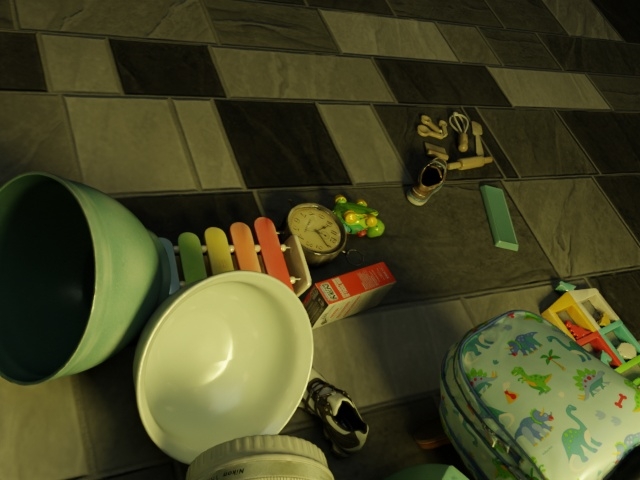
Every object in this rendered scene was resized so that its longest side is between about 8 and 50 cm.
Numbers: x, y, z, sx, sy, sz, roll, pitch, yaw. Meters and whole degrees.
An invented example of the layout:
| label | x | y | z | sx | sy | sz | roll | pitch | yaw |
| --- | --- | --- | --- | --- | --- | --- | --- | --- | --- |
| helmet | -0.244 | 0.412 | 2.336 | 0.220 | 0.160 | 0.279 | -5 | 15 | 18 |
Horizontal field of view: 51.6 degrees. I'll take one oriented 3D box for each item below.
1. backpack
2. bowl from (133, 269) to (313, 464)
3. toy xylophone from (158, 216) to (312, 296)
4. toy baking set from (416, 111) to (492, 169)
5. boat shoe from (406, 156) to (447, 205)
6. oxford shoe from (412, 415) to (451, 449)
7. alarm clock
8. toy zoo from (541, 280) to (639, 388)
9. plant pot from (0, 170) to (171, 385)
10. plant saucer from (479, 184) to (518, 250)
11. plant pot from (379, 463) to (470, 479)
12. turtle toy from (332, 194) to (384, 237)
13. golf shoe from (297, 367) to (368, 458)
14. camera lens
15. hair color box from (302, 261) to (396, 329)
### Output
| label | x | y | z | sx | sy | sz | roll | pitch | yaw |
| --- | --- | --- | --- | --- | --- | --- | --- | --- | --- |
| backpack | 0.340 | 0.277 | 1.004 | 0.290 | 0.273 | 0.355 | -28 | 32 | -16 |
| bowl | -0.165 | 0.178 | 1.012 | 0.298 | 0.297 | 0.134 | -16 | 19 | -35 |
| toy xylophone | -0.166 | 0.079 | 1.166 | 0.323 | 0.081 | 0.236 | -8 | 59 | -31 |
| toy baking set | 0.365 | -0.267 | 1.745 | 0.256 | 0.030 | 0.196 | -9 | 59 | -32 |
| boat shoe | 0.269 | -0.152 | 1.580 | 0.066 | 0.066 | 0.183 | 35 | 47 | 1 |
| oxford shoe | 0.265 | 0.348 | 1.187 | 0.212 | 0.076 | 0.076 | -8 | 98 | -20 |
| alarm clock | 0.000 | 0.000 | 1.325 | 0.192 | 0.064 | 0.129 | 27 | 47 | -2 |
| toy zoo | 0.622 | 0.218 | 1.491 | 0.192 | 0.030 | 0.293 | -15 | 62 | -35 |
| plant pot | -0.351 | 0.055 | 0.984 | 0.196 | 0.293 | 0.293 | 5 | 47 | -57 |
| plant saucer | 0.441 | -0.060 | 1.629 | 0.067 | 0.018 | 0.192 | 11 | 51 | -19 |
| plant pot | 0.145 | 0.428 | 0.943 | 0.165 | 0.234 | 0.166 | 39 | 48 | 7 |
| turtle toy | 0.079 | -0.042 | 1.396 | 0.130 | 0.066 | 0.095 | 11 | 27 | -22 |
| golf shoe | 0.010 | 0.262 | 1.104 | 0.198 | 0.094 | 0.077 | 46 | 49 | 14 |
| camera lens | -0.070 | 0.418 | 0.837 | 0.220 | 0.219 | 0.274 | 10 | 42 | -20 |
| hair color box | 0.051 | 0.103 | 1.250 | 0.167 | 0.093 | 0.053 | -16 | 63 | -36 |
